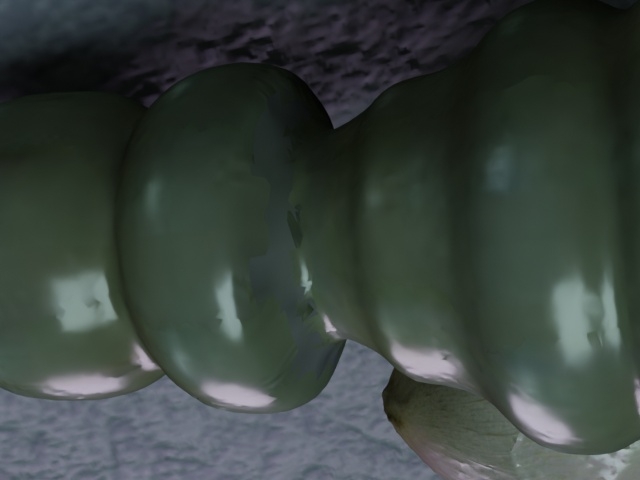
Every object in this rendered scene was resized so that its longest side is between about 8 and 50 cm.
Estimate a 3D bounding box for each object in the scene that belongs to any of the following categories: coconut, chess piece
[{"bbox_3d":[0.119,0.056,0.717,0.183,0.171,0.171,-10,136,-9],"label":"coconut"},{"bbox_3d":[0.000,0.000,0.597,0.330,0.182,0.182,-3,139,19],"label":"chess piece"}]
